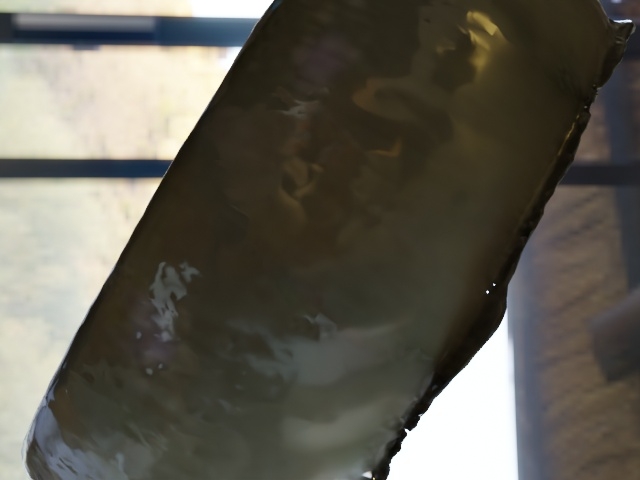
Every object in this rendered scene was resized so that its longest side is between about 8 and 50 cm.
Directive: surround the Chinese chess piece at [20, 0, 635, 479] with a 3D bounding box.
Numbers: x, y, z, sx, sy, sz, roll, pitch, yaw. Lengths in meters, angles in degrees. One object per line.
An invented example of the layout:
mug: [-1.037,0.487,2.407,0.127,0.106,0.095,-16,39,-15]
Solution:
Chinese chess piece: [0.000,0.000,0.843,0.338,0.141,0.338,-58,-179,2]
